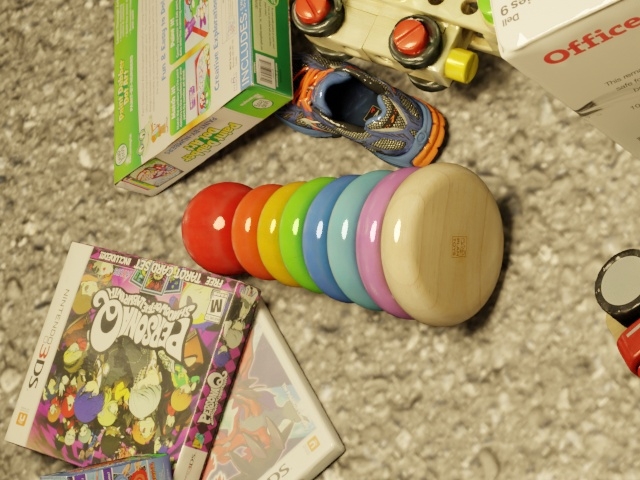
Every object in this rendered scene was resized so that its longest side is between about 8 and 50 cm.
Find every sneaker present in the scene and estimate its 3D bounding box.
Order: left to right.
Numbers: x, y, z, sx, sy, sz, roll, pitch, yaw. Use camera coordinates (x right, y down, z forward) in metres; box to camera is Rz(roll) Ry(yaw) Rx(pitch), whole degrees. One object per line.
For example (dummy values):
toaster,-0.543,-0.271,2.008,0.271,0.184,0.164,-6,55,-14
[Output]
sneaker,0.017,-0.135,1.852,0.221,0.087,0.083,20,83,41

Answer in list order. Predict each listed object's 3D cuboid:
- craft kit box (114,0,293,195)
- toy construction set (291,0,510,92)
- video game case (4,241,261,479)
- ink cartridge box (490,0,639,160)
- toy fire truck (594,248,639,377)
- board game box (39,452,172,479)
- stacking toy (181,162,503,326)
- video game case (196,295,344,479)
craft kit box,-0.121,-0.203,1.962,0.246,0.061,0.250,-28,55,44
toy construction set,0.096,-0.247,1.791,0.327,0.151,0.215,17,78,41
video game case,-0.181,0.121,1.892,0.232,0.042,0.210,13,81,39
ink cartridge box,0.287,-0.175,1.527,0.211,0.289,0.121,-24,58,27
toy fire truck,0.358,0.078,1.479,0.217,0.158,0.246,-42,41,16
board game box,-0.178,0.295,1.743,0.035,0.136,0.201,-5,90,36
stacking toy,0.000,0.000,1.791,0.330,0.141,0.141,2,72,45
video game case,-0.087,0.174,1.842,0.183,0.023,0.201,-43,51,15
